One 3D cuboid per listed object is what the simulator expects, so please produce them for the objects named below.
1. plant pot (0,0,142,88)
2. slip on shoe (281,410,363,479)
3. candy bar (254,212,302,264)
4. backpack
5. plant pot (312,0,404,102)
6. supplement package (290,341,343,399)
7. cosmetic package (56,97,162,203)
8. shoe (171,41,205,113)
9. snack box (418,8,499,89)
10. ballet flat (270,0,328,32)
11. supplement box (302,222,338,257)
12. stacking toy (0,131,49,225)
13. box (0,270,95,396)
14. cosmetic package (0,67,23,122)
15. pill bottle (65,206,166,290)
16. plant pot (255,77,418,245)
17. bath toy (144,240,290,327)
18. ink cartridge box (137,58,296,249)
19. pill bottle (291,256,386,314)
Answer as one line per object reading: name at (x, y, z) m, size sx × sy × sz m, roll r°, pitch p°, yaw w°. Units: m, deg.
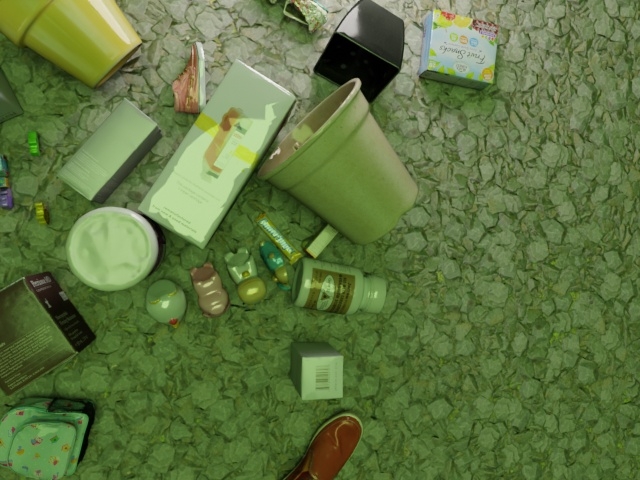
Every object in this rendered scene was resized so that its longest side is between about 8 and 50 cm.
plant pot at (-0.551, -0.486, 1.076) m, size 0.254 × 0.254 × 0.239 m, roll -48°, pitch 116°, yaw -9°
slip on shoe at (-0.001, 0.603, 1.268) m, size 0.123 × 0.101 × 0.331 m, roll 45°, pitch 80°, yaw -8°
candy bar at (-0.114, -0.006, 1.281) m, size 0.040 × 0.018 × 0.161 m, roll -42°, pitch 100°, yaw -10°
backpack at (-0.642, 0.451, 1.100) m, size 0.188 × 0.144 × 0.166 m, roll 15°, pitch 92°, yaw -10°
plant pot at (0.117, -0.509, 1.256) m, size 0.188 × 0.187 × 0.167 m, roll 27°, pitch 73°, yaw -11°
supplement package at (-0.013, 0.327, 1.222) m, size 0.105 × 0.179 × 0.105 m, roll 0°, pitch 90°, yaw -13°
cosmetic package at (-0.493, -0.207, 1.138) m, size 0.107 × 0.127 × 0.238 m, roll 37°, pitch 81°, yaw -10°
shoe at (-0.334, -0.410, 1.204) m, size 0.081 × 0.063 × 0.178 m, roll -3°, pitch 95°, yaw -18°
snack box at (0.394, -0.540, 1.368) m, size 0.206 × 0.070 × 0.175 m, roll 8°, pitch 88°, yaw -12°
ballet flat at (-0.087, -0.639, 1.254) m, size 0.241 × 0.091 × 0.077 m, roll 37°, pitch 105°, yaw -7°
supplement box at (0.000, 0.000, 1.284) m, size 0.036 × 0.062 × 0.098 m, roll 42°, pitch 82°, yaw -9°
stacking toy at (-0.742, -0.139, 1.123) m, size 0.166 × 0.052 × 0.221 m, roll -6°, pitch 90°, yaw -15°
box at (-0.655, 0.202, 1.080) m, size 0.167 × 0.168 × 0.203 m, roll -33°, pitch 98°, yaw -10°
cosmetic package at (-0.788, -0.322, 0.938) m, size 0.217 × 0.385 × 0.156 m, roll -28°, pitch 95°, yaw -9°
pill bottle at (-0.434, 0.014, 1.061) m, size 0.169 × 0.301 × 0.170 m, roll 0°, pitch 91°, yaw -13°
plant pot at (0.067, -0.167, 1.183) m, size 0.305 × 0.334 × 0.334 m, roll 44°, pitch 81°, yaw -18°
bath toy at (-0.255, 0.129, 1.200) m, size 0.348 × 0.151 × 0.129 m, roll -20°, pitch 130°, yaw -12°
ink cartridge box at (-0.236, -0.183, 1.120) m, size 0.160 × 0.279 × 0.385 m, roll 33°, pitch 83°, yaw -10°
pill bottle at (0.049, 0.127, 1.260) m, size 0.229 × 0.131 × 0.131 m, roll 11°, pitch 88°, yaw -13°
